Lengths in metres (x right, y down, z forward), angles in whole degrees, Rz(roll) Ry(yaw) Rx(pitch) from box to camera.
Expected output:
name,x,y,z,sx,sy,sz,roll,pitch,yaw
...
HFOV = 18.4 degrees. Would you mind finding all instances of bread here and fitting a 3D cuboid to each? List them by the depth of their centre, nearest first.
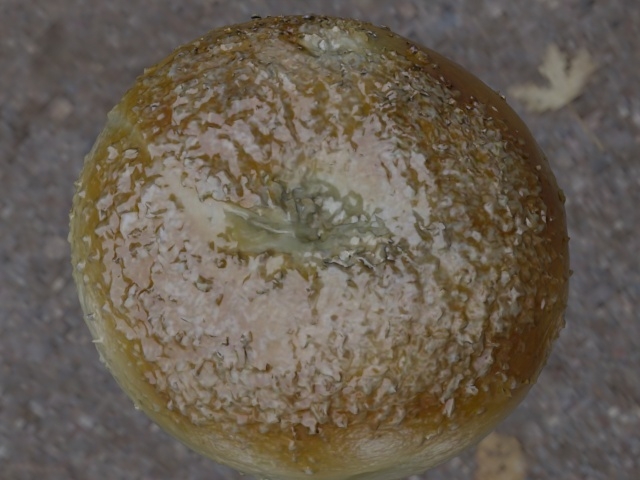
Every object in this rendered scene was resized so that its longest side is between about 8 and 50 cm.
name,x,y,z,sx,sy,sz,roll,pitch,yaw
bread,0.000,0.000,1.165,0.305,0.159,0.306,1,74,-3
